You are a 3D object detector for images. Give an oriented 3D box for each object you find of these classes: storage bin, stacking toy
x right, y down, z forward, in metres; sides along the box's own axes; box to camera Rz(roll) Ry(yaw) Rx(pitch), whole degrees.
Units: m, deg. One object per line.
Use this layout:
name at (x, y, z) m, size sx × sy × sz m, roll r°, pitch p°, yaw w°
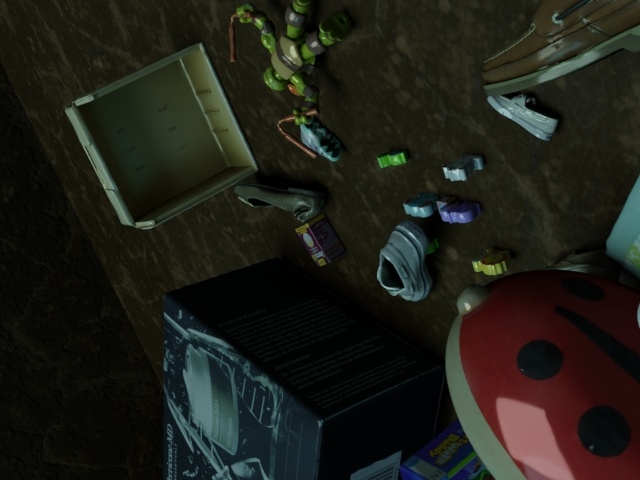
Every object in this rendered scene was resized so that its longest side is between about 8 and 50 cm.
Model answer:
storage bin at (-0.296, -0.193, 1.755) m, size 0.123 × 0.260 × 0.262 m, roll 8°, pitch 125°, yaw 61°
stacking toy at (0.172, -0.045, 1.364) m, size 0.221 × 0.052 × 0.167 m, roll 13°, pitch 129°, yaw 54°

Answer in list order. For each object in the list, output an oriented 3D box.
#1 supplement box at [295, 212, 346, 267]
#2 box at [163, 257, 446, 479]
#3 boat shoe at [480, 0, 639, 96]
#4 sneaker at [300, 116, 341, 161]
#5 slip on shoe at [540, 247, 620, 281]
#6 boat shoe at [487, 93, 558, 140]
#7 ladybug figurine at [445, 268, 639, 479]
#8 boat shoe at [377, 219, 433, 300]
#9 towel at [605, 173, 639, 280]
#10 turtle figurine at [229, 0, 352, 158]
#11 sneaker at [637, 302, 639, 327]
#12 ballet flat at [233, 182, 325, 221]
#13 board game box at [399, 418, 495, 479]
supplement box at (0.000, 0.000, 1.699) m, size 0.083 × 0.043 × 0.055 m, roll 59°, pitch 152°, yaw -3°
box at (-0.056, 0.361, 1.779) m, size 0.472 × 0.297 × 0.480 m, roll 32°, pitch 127°, yaw 43°
boat shoe at (0.276, -0.234, 0.955) m, size 0.307 × 0.111 × 0.104 m, roll -16°, pitch 101°, yaw 52°
sneaker at (-0.001, -0.153, 1.554) m, size 0.098 × 0.038 × 0.069 m, roll 55°, pitch 156°, yaw 25°
slip on shoe at (0.331, 0.032, 1.200) m, size 0.135 × 0.051 × 0.041 m, roll 166°, pitch 113°, yaw -70°
boat shoe at (0.248, -0.161, 1.146) m, size 0.100 × 0.035 × 0.035 m, roll 43°, pitch 122°, yaw 33°
ladybug figurine at (0.340, 0.190, 1.031) m, size 0.449 × 0.305 × 0.162 m, roll 35°, pitch 153°, yaw 2°
boat shoe at (0.120, 0.045, 1.463) m, size 0.083 × 0.076 × 0.226 m, roll 41°, pitch 164°, yaw 26°
towel at (0.462, -0.010, 0.889) m, size 0.320 × 0.090 × 0.374 m, roll 45°, pitch 150°, yaw 25°
turtle figurine at (-0.031, -0.277, 1.418) m, size 0.269 × 0.087 × 0.217 m, roll 62°, pitch 146°, yaw 11°
sneaker at (0.431, 0.119, 0.913) m, size 0.240 × 0.091 × 0.126 m, roll 43°, pitch 143°, yaw 5°
ballet flat at (-0.080, -0.070, 1.713) m, size 0.250 × 0.084 × 0.058 m, roll 10°, pitch 93°, yaw 50°
board game box at (0.273, 0.438, 1.499) m, size 0.078 × 0.233 × 0.347 m, roll 18°, pitch 133°, yaw 52°
